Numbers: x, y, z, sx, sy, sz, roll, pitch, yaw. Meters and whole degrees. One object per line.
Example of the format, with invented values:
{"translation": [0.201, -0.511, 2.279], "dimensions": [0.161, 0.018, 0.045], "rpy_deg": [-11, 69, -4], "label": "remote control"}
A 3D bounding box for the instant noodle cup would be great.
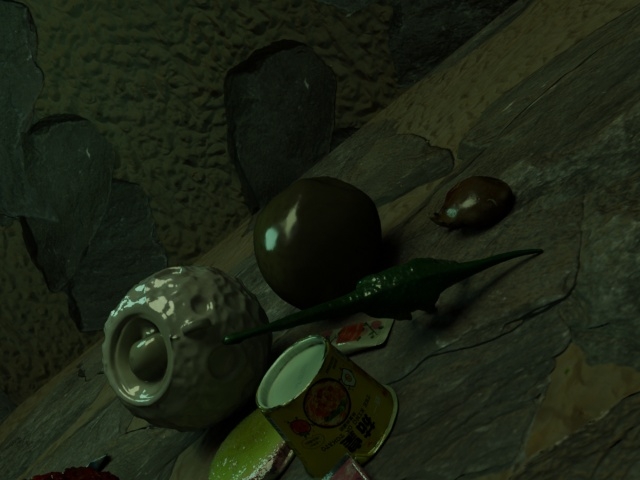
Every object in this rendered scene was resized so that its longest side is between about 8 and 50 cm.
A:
{"translation": [0.000, 0.240, 0.925], "dimensions": [0.182, 0.144, 0.182], "rpy_deg": [-37, 18, 14], "label": "instant noodle cup"}

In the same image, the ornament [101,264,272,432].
{"translation": [-0.258, 0.215, 1.271], "dimensions": [0.337, 0.337, 0.337], "rpy_deg": [-38, 17, 14], "label": "ornament"}

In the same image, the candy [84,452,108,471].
{"translation": [-0.586, 0.587, 1.565], "dimensions": [0.136, 0.038, 0.088], "rpy_deg": [-46, 2, -38], "label": "candy"}

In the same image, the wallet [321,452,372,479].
{"translation": [-0.016, 0.387, 0.783], "dimensions": [0.232, 0.025, 0.119], "rpy_deg": [-45, 27, -8], "label": "wallet"}

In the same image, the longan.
{"translation": [0.000, 0.000, 1.337], "dimensions": [0.288, 0.288, 0.350], "rpy_deg": [-35, 7, 21], "label": "longan"}

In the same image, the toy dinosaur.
{"translation": [0.102, 0.070, 0.937], "dimensions": [0.447, 0.087, 0.301], "rpy_deg": [-25, -19, 18], "label": "toy dinosaur"}

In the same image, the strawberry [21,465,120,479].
{"translation": [-0.499, 0.540, 1.166], "dimensions": [0.274, 0.220, 0.274], "rpy_deg": [-34, 20, 14], "label": "strawberry"}

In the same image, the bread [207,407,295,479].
{"translation": [-0.117, 0.361, 1.078], "dimensions": [0.228, 0.033, 0.228], "rpy_deg": [-37, 19, 15], "label": "bread"}

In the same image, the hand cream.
{"translation": [0.032, 0.191, 1.162], "dimensions": [0.234, 0.050, 0.080], "rpy_deg": [-21, 22, 35], "label": "hand cream"}

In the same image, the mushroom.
{"translation": [0.280, -0.070, 1.192], "dimensions": [0.171, 0.080, 0.135], "rpy_deg": [-24, 14, 38], "label": "mushroom"}
